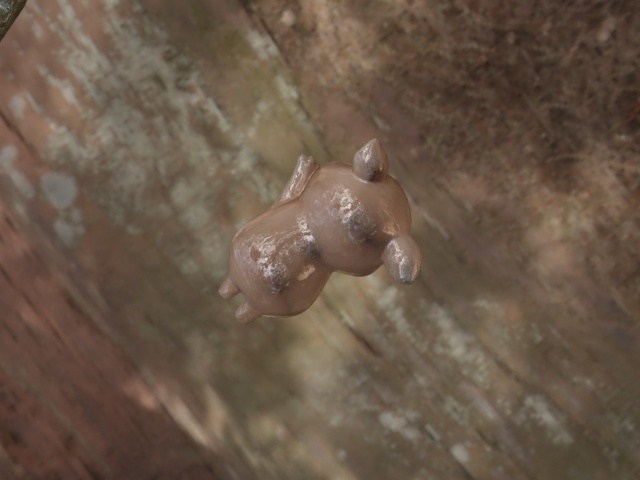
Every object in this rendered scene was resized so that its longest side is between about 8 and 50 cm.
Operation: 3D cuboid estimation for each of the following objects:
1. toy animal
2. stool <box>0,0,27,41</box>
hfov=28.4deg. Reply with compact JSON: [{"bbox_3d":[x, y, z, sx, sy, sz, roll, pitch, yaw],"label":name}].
[{"bbox_3d":[0.000,0.003,0.824,0.083,0.150,0.089,46,-161,-30],"label":"toy animal"},{"bbox_3d":[-0.448,-0.225,1.048,0.310,0.310,0.226,35,172,1],"label":"stool"}]
